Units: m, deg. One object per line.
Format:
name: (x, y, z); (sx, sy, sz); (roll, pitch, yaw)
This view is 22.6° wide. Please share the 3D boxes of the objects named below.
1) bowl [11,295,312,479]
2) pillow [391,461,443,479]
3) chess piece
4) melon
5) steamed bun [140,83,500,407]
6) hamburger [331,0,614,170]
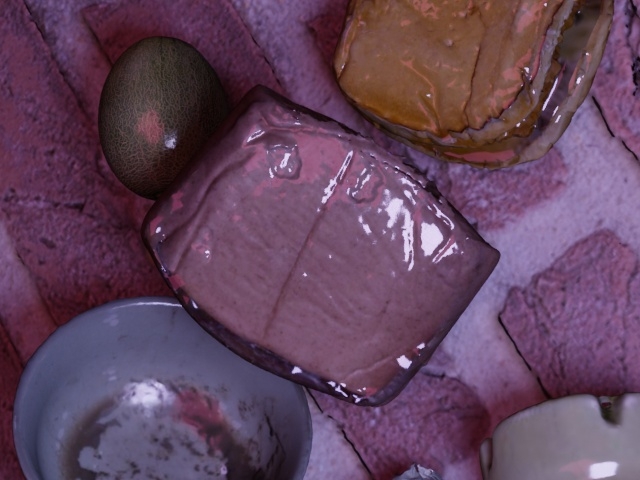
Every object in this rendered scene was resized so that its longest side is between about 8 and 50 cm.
bowl: (-0.162, 0.210, 1.574); (0.289, 0.146, 0.289); (8, 53, -10)
pillow: (0.070, 0.393, 1.485); (0.283, 0.138, 0.310); (-30, 73, 3)
chess piece: (0.253, 0.355, 1.344); (0.234, 0.234, 0.442); (-18, 58, 16)
melon: (-0.162, -0.118, 1.665); (0.139, 0.139, 0.192); (-10, 72, 18)
steamed bun: (0.000, 0.000, 1.554); (0.301, 0.199, 0.251); (35, 102, -2)
hamburger: (0.155, -0.216, 1.570); (0.259, 0.144, 0.283); (27, 94, 26)
